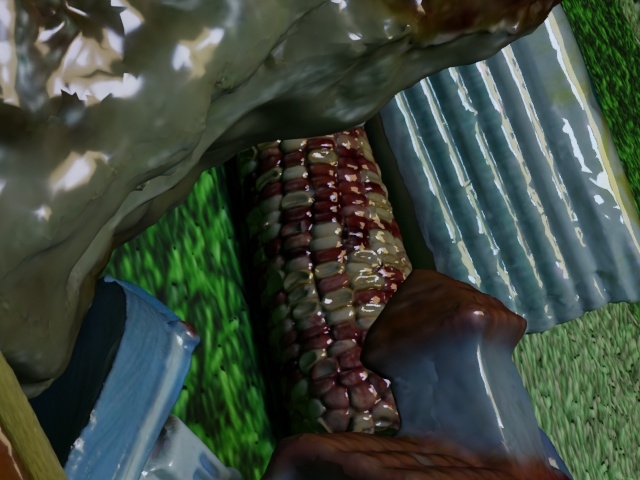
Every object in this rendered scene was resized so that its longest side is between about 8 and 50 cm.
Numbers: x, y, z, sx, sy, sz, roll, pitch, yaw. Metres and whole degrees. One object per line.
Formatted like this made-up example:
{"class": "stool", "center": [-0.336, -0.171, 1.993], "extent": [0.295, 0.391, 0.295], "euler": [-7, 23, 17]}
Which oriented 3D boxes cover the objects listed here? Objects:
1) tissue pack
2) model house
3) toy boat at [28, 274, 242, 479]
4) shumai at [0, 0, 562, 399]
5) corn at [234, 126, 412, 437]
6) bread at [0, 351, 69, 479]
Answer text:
{"class": "tissue pack", "center": [0.082, -0.131, 1.268], "extent": [0.287, 0.162, 0.388], "euler": [-120, -172, -84]}
{"class": "model house", "center": [0.032, 0.182, 0.848], "extent": [0.295, 0.251, 0.329], "euler": [10, 59, -64]}
{"class": "toy boat", "center": [-0.091, 0.100, 0.798], "extent": [0.102, 0.088, 0.215], "euler": [50, 29, -24]}
{"class": "shumai", "center": [-0.058, -0.151, 0.716], "extent": [0.324, 0.323, 0.397], "euler": [53, 25, -83]}
{"class": "corn", "center": [0.000, 0.000, 1.124], "extent": [0.098, 0.098, 0.290], "euler": [32, 39, -59]}
{"class": "bread", "center": [-0.142, 0.109, 0.578], "extent": [0.077, 0.138, 0.361], "euler": [-97, 165, -71]}
